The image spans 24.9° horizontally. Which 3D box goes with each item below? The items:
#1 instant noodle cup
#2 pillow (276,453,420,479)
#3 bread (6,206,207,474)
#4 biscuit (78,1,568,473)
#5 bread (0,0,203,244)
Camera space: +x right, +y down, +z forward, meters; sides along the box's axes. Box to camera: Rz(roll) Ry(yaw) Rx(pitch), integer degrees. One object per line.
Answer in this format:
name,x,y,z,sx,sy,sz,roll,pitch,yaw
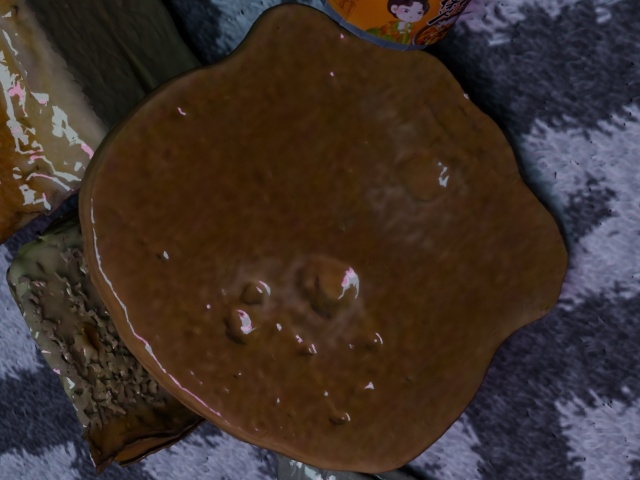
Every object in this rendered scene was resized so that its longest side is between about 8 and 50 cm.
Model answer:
instant noodle cup,0.070,-0.240,1.210,0.208,0.177,0.125,38,131,10
pillow,0.032,0.269,1.435,0.181,0.078,0.134,27,119,16
bread,-0.217,0.093,1.392,0.279,0.315,0.248,-18,95,42
biscuit,-0.001,0.000,1.244,0.365,0.062,0.385,-45,98,-9
bread,-0.356,-0.174,1.391,0.371,0.279,0.390,-31,89,31
